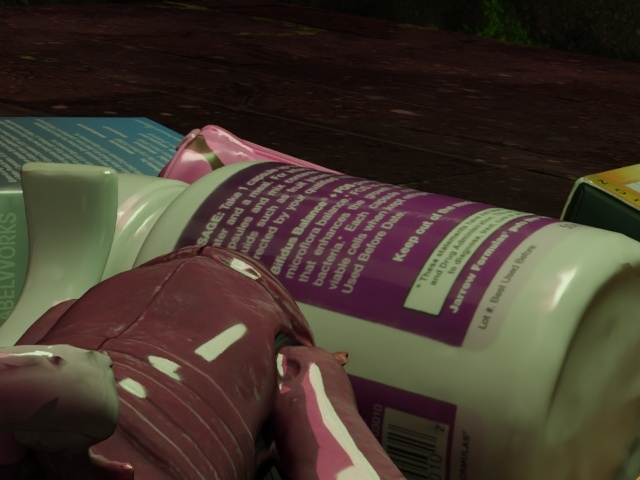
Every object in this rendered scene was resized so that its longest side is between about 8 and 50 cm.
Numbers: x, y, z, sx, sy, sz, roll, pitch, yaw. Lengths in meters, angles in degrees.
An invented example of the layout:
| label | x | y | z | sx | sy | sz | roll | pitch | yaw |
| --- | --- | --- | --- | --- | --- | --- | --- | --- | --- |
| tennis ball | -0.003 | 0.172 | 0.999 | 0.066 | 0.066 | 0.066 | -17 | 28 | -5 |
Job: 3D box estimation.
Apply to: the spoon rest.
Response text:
| label | x | y | z | sx | sy | sz | roll | pitch | yaw |
| --- | --- | --- | --- | --- | --- | --- | --- | --- | --- |
| spoon rest | -0.178 | 0.045 | 0.834 | 0.137 | 0.084 | 0.276 | 4 | 22 | 28 |

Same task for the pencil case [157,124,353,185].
| label | x | y | z | sx | sy | sz | roll | pitch | yaw |
| --- | --- | --- | --- | --- | --- | --- | --- | --- | --- |
| pencil case | 0.000 | 0.000 | 1.091 | 0.209 | 0.098 | 0.095 | 18 | 22 | 13 |

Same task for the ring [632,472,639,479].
| label | x | y | z | sx | sy | sz | roll | pitch | yaw |
| --- | --- | --- | --- | --- | --- | --- | --- | --- | --- |
| ring | 0.224 | 0.092 | 0.738 | 0.336 | 0.032 | 0.336 | -32 | 13 | 8 |

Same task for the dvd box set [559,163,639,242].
| label | x | y | z | sx | sy | sz | roll | pitch | yaw |
| --- | --- | --- | --- | --- | --- | --- | --- | --- | --- |
| dvd box set | 0.375 | 0.031 | 1.251 | 0.307 | 0.062 | 0.420 | 32 | 24 | 26 |

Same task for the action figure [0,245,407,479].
| label | x | y | z | sx | sy | sz | roll | pitch | yaw |
| --- | --- | --- | --- | --- | --- | --- | --- | --- | --- |
| action figure | -0.092 | 0.077 | 0.624 | 0.248 | 0.276 | 0.370 | 3 | 25 | 20 |

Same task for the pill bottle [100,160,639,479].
| label | x | y | z | sx | sy | sz | roll | pitch | yaw |
| --- | --- | --- | --- | --- | --- | --- | --- | --- | --- |
| pill bottle | 0.008 | 0.052 | 0.948 | 0.301 | 0.169 | 0.169 | 14 | 15 | 32 |

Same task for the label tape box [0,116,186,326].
| label | x | y | z | sx | sy | sz | roll | pitch | yaw |
| --- | --- | --- | --- | --- | --- | --- | --- | --- | --- |
| label tape box | -0.235 | -0.010 | 1.271 | 0.347 | 0.115 | 0.249 | -4 | 15 | -25 |
